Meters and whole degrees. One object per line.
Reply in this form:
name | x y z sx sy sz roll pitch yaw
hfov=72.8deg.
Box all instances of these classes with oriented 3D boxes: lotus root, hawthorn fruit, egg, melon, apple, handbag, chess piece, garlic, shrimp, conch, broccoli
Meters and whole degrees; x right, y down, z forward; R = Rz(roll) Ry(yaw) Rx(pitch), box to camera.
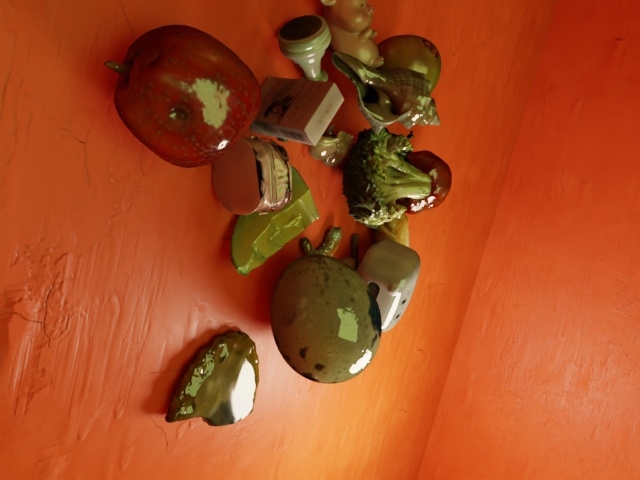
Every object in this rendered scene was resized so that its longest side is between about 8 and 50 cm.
lotus root | 0.090 0.103 1.625 0.150 0.062 0.073 -34 107 -41
hawthorn fruit | -0.271 -0.285 0.860 0.299 0.275 0.276 16 92 -43
egg | 0.013 0.241 1.362 0.345 0.344 0.428 -35 115 -37
hawthorn fruit | 0.401 -0.231 1.735 0.300 0.254 0.254 -11 114 -62
melon | -0.144 -0.041 1.229 0.323 0.124 0.196 -44 130 -22
apple | 0.270 -0.554 1.423 0.260 0.260 0.194 -2 99 -51
handbag | -0.170 -0.164 1.100 0.116 0.179 0.205 -25 115 -53
chess piece | -0.021 -0.469 1.217 0.139 0.139 0.272 -54 151 -21
garlic | 0.027 -0.297 1.363 0.174 0.099 0.124 3 119 -48
shrimp | 0.000 0.000 1.491 0.166 0.049 0.161 33 80 -44
conch | 0.191 -0.414 1.265 0.385 0.169 0.203 17 84 -10
broccoli | 0.220 -0.209 1.405 0.280 0.348 0.294 8 128 -14

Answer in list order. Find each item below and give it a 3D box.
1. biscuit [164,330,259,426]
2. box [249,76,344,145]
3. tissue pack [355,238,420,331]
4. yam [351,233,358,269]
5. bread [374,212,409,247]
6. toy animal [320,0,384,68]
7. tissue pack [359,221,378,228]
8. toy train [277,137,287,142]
biscuit | -0.299 0.441 1.277 0.335 0.078 0.330 -31 123 -43
box | -0.076 -0.332 1.094 0.150 0.233 0.067 -58 143 -15
tissue pack | 0.231 0.182 1.651 0.236 0.229 0.333 -44 154 -51
yam | 0.133 0.044 1.678 0.032 0.032 0.146 -27 125 -42
bread | 0.292 0.013 1.788 0.173 0.121 0.312 -38 132 -41
toy animal | 0.087 -0.604 1.252 0.166 0.153 0.250 -82 157 -63
tissue pack | 0.194 -0.109 1.658 0.085 0.079 0.111 -60 164 -81
toy train | -0.092 -0.334 1.226 0.081 0.050 0.122 -38 132 -30
